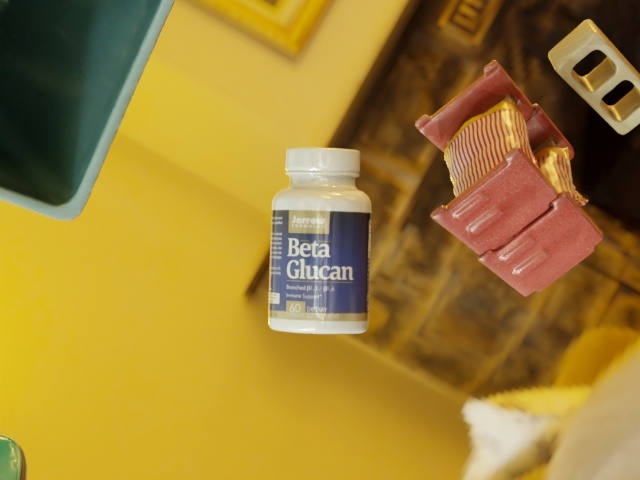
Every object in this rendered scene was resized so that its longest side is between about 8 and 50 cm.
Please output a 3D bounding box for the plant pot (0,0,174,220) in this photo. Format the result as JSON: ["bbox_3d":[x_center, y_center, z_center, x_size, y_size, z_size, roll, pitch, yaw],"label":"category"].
[{"bbox_3d":[-0.312,-0.197,1.568,0.252,0.248,0.247,36,104,57],"label":"plant pot"}]

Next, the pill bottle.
[{"bbox_3d":[0.000,0.000,1.668,0.094,0.094,0.169,-178,89,-88],"label":"pill bottle"}]

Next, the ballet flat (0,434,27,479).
[{"bbox_3d":[-0.295,0.256,1.487,0.213,0.072,0.068,-78,0,-46],"label":"ballet flat"}]

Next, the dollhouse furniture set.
[{"bbox_3d":[0.291,-0.141,1.864,0.374,0.152,0.201,-39,27,18],"label":"dollhouse furniture set"}]
